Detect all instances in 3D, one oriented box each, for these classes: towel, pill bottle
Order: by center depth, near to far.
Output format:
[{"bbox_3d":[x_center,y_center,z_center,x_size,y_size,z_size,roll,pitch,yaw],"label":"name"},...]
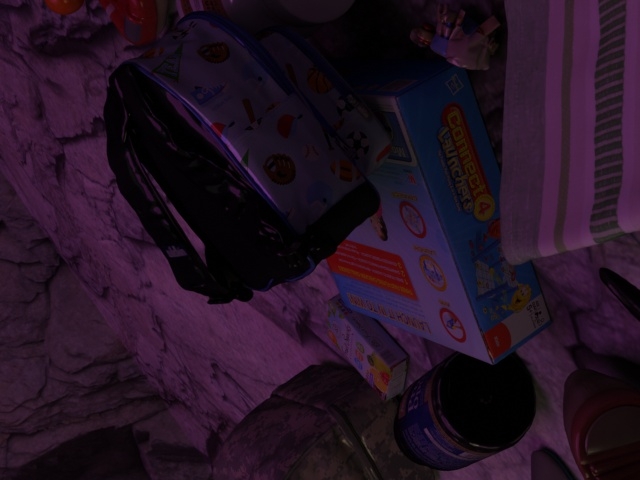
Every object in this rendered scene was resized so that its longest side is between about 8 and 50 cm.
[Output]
[{"bbox_3d":[0.204,-0.126,0.725,0.325,0.038,0.248,156,119,-69],"label":"towel"},{"bbox_3d":[-0.056,-0.269,1.151,0.229,0.131,0.131,10,128,62],"label":"pill bottle"},{"bbox_3d":[0.161,0.208,1.309,0.123,0.123,0.219,56,158,9],"label":"pill bottle"}]

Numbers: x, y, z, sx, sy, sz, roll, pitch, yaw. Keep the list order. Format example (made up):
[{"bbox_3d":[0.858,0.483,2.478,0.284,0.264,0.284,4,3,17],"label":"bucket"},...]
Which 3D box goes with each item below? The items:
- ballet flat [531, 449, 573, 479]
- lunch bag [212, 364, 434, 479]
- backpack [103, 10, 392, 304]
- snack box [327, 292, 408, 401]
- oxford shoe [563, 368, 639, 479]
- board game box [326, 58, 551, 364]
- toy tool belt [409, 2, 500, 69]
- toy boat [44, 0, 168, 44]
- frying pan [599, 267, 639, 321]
[{"bbox_3d":[0.291,0.350,1.285,0.213,0.068,0.072,61,158,-3],"label":"ballet flat"},{"bbox_3d":[-0.013,0.344,1.689,0.213,0.256,0.305,64,159,-12],"label":"lunch bag"},{"bbox_3d":[-0.079,-0.095,1.072,0.263,0.213,0.276,45,154,-9],"label":"backpack"},{"bbox_3d":[0.065,0.150,1.562,0.141,0.037,0.100,48,155,27],"label":"snack box"},{"bbox_3d":[0.337,0.270,1.065,0.130,0.123,0.348,-99,-16,-74],"label":"oxford shoe"},{"bbox_3d":[0.083,-0.044,1.201,0.308,0.086,0.302,18,134,60],"label":"board game box"},{"bbox_3d":[0.124,-0.190,0.986,0.083,0.052,0.051,38,119,37],"label":"toy tool belt"},{"bbox_3d":[-0.333,-0.378,1.589,0.231,0.151,0.151,54,158,12],"label":"toy boat"},{"bbox_3d":[0.362,0.148,0.864,0.197,0.053,0.326,55,177,-38],"label":"frying pan"}]
